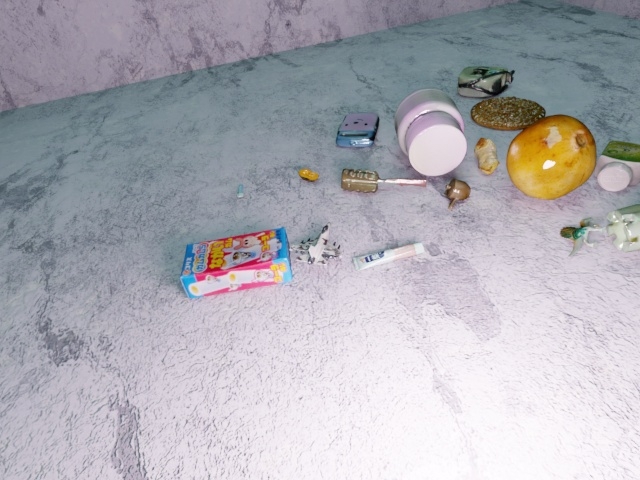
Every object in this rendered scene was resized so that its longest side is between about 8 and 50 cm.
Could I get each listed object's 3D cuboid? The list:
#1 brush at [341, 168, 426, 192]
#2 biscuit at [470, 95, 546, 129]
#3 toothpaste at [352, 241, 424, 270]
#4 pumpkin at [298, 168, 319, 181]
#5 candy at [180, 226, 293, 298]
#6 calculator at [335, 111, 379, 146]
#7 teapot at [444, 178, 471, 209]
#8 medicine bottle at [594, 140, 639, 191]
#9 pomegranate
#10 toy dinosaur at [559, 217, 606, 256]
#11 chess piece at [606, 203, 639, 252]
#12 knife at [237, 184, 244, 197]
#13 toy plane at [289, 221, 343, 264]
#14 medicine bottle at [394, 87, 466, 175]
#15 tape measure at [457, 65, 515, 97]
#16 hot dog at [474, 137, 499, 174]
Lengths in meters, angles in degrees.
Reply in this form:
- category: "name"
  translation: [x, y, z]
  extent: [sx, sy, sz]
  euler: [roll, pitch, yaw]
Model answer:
- category: "brush"
  translation: [0.222, -0.207, 1.538]
  extent: [0.300, 0.084, 0.071]
  euler: [5, 39, 8]
- category: "biscuit"
  translation: [0.803, -0.556, 1.874]
  extent: [0.305, 0.038, 0.305]
  euler: [-6, 39, 5]
- category: "toothpaste"
  translation: [0.197, 0.045, 1.265]
  extent: [0.205, 0.036, 0.056]
  euler: [-14, 38, 0]
- category: "pumpkin"
  translation: [-0.045, -0.244, 1.669]
  extent: [0.083, 0.028, 0.050]
  euler: [25, 51, 24]
- category: "candy"
  translation: [-0.241, 0.064, 1.276]
  extent: [0.305, 0.100, 0.157]
  euler: [-10, 39, 0]
- category: "calculator"
  translation: [0.163, -0.484, 1.904]
  extent: [0.172, 0.051, 0.293]
  euler: [4, 41, 14]
- category: "teapot"
  translation: [0.446, -0.145, 1.442]
  extent: [0.080, 0.085, 0.110]
  euler: [16, 70, -5]
- category: "medicine bottle"
  translation: [0.977, -0.241, 1.415]
  extent: [0.132, 0.088, 0.188]
  euler: [23, 48, 33]
- category: "pomegranate"
  translation: [0.717, -0.252, 1.364]
  extent: [0.264, 0.264, 0.264]
  euler: [-6, 39, 5]
- category: "toy dinosaur"
  translation: [0.728, -0.015, 1.233]
  extent: [0.187, 0.044, 0.106]
  euler: [-33, 30, -9]
- category: "chess piece"
  translation: [0.935, -0.055, 1.138]
  extent: [0.299, 0.195, 0.195]
  euler: [-13, 38, 10]
- category: "knife"
  translation: [-0.305, -0.188, 1.668]
  extent: [0.027, 0.010, 0.096]
  euler: [-10, 37, 0]
- category: "toy plane"
  translation: [-0.002, 0.017, 1.307]
  extent: [0.160, 0.082, 0.234]
  euler: [7, 23, 14]
- category: "medicine bottle"
  translation: [0.403, -0.398, 1.599]
  extent: [0.241, 0.241, 0.302]
  euler: [-5, 39, 5]
- category: "tape measure"
  translation: [0.781, -0.763, 2.075]
  extent: [0.235, 0.115, 0.207]
  euler: [15, 43, 27]
- category: "hot dog"
  translation: [0.605, -0.298, 1.579]
  extent: [0.078, 0.061, 0.169]
  euler: [-22, 51, 37]
